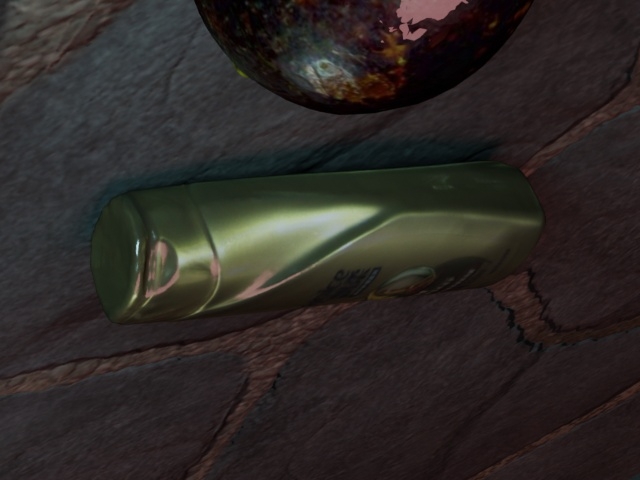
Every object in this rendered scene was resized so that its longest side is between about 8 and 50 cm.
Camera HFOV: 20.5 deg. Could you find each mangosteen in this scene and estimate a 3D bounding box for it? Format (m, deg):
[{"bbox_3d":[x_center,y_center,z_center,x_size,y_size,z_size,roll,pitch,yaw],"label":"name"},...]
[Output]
[{"bbox_3d":[0.000,-0.161,0.800,0.217,0.192,0.192,21,132,-29],"label":"mangosteen"}]

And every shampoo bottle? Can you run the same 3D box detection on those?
[{"bbox_3d":[0.000,0.000,1.232,0.350,0.084,0.125,-4,150,-41],"label":"shampoo bottle"}]
